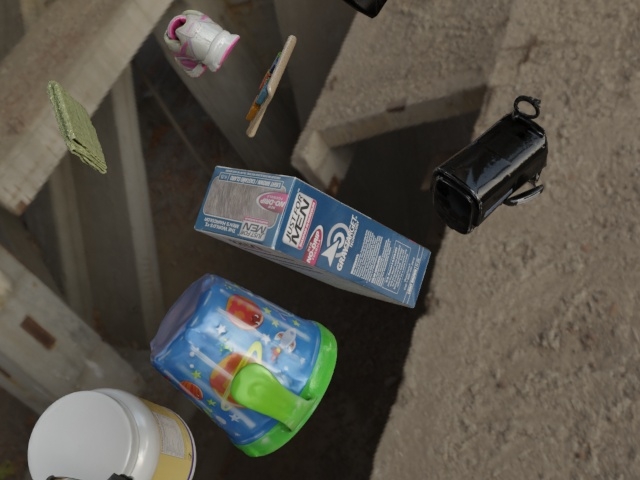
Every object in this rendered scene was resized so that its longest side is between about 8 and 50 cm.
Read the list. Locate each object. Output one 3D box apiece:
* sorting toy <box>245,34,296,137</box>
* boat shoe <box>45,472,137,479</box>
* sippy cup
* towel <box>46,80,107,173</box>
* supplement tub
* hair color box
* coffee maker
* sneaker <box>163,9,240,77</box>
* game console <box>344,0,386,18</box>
[{"bbox_3d":[-0.128,-0.378,1.855,0.208,0.038,0.193,128,163,-59],"label":"sorting toy"},{"bbox_3d":[-0.299,0.390,1.134,0.233,0.084,0.079,1,82,-2],"label":"boat shoe"},{"bbox_3d":[-0.132,0.176,1.172,0.305,0.224,0.240,-30,29,47],"label":"sippy cup"},{"bbox_3d":[-0.399,-0.184,1.237,0.027,0.110,0.148,-28,65,3],"label":"towel"},{"bbox_3d":[-0.410,0.431,1.527,0.241,0.331,0.241,-4,69,10],"label":"supplement tub"},{"bbox_3d":[0.000,0.000,1.158,0.173,0.347,0.105,12,81,42],"label":"hair color box"},{"bbox_3d":[0.265,-0.120,1.207,0.178,0.171,0.120,-38,39,-23],"label":"coffee maker"},{"bbox_3d":[-0.243,-0.387,1.452,0.103,0.111,0.252,-58,23,-8],"label":"sneaker"},{"bbox_3d":[0.098,-0.616,1.487,0.044,0.213,0.361,-14,41,56],"label":"game console"}]
